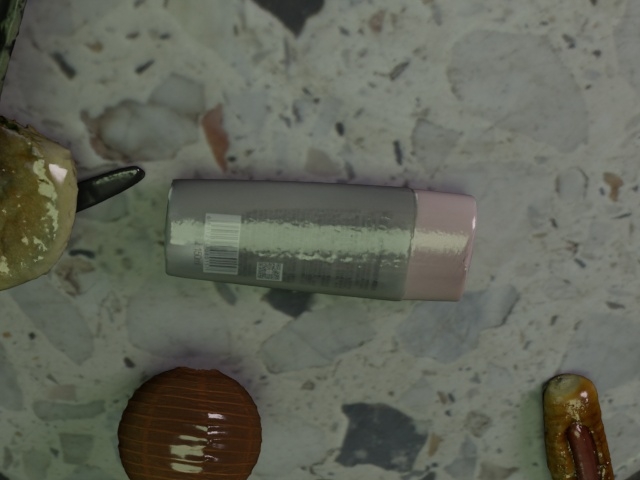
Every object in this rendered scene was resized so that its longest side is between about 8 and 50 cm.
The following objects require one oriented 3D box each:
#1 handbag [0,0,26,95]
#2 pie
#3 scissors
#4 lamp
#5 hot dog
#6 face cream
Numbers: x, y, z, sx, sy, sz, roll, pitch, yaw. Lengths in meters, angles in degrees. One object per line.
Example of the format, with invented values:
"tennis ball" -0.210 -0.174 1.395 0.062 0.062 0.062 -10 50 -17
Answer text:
"handbag" -0.404 -0.170 0.589 0.416 0.180 0.316 2 119 -29
"pie" -0.319 -0.038 0.797 0.218 0.052 0.185 23 105 -6
"scissors" -0.259 -0.023 0.837 0.220 0.017 0.088 -21 109 8
"lamp" -0.122 0.183 0.869 0.136 0.136 0.136 0 114 -1
"hot dog" 0.267 0.235 0.946 0.066 0.047 0.215 -12 114 8
"face cream" 0.000 0.000 0.820 0.269 0.073 0.107 4 119 -3
